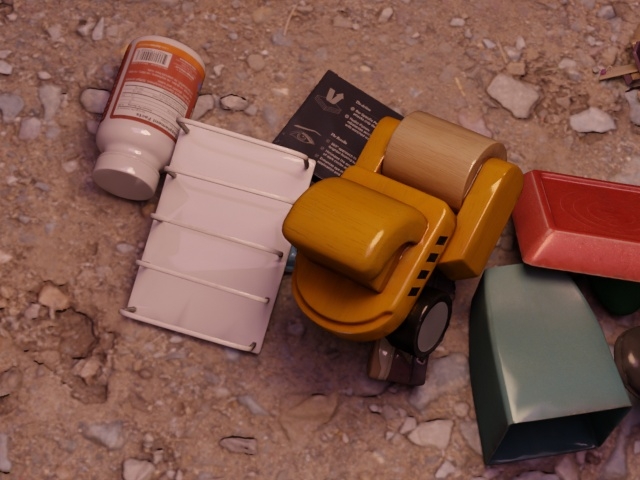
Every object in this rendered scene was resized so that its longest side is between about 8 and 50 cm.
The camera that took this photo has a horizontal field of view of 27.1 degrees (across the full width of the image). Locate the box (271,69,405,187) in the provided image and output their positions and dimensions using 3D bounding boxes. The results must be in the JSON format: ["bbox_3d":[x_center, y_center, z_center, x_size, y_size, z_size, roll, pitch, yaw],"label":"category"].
[{"bbox_3d":[0.030,-0.132,1.911,0.156,0.093,0.158,33,69,8],"label":"box"}]

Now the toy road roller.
[{"bbox_3d":[0.090,-0.028,1.691,0.202,0.240,0.330,25,81,29],"label":"toy road roller"}]

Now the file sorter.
[{"bbox_3d":[-0.136,-0.007,1.753,0.192,0.173,0.278,16,87,0],"label":"file sorter"}]

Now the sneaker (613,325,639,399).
[{"bbox_3d":[0.546,0.154,1.762,0.330,0.146,0.122,6,66,-26],"label":"sneaker"}]

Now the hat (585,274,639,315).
[{"bbox_3d":[0.424,0.089,1.898,0.173,0.184,0.208,-2,25,-16],"label":"hat"}]

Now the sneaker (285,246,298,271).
[{"bbox_3d":[0.000,0.000,1.863,0.162,0.073,0.063,-7,68,-9],"label":"sneaker"}]

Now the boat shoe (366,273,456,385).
[{"bbox_3d":[0.141,0.067,1.840,0.092,0.103,0.285,20,70,-3],"label":"boat shoe"}]

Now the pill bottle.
[{"bbox_3d":[-0.247,-0.172,1.883,0.121,0.121,0.216,16,67,1],"label":"pill bottle"}]

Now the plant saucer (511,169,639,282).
[{"bbox_3d":[0.399,-0.025,1.848,0.259,0.048,0.258,8,26,-2],"label":"plant saucer"}]

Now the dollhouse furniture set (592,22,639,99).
[{"bbox_3d":[0.476,-0.276,2.066,0.081,0.091,0.114,-9,34,33],"label":"dollhouse furniture set"}]

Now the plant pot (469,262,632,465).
[{"bbox_3d":[0.286,0.156,1.787,0.165,0.165,0.234,-8,63,-9],"label":"plant pot"}]
